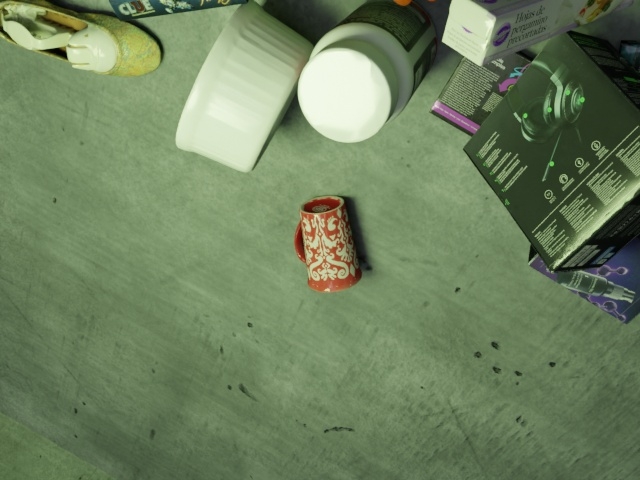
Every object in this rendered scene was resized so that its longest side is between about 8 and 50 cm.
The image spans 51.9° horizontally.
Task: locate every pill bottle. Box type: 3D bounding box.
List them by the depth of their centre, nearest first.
[{"bbox_3d":[0.075,-0.267,1.010,0.161,0.283,0.161,11,124,16],"label":"pill bottle"}]

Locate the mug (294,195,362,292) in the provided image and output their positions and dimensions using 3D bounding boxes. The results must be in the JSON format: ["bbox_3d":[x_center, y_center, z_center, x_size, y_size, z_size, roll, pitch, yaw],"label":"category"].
[{"bbox_3d":[-0.001,0.004,1.328,0.150,0.113,0.169,0,117,20],"label":"mug"}]

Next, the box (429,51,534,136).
[{"bbox_3d":[0.273,-0.254,1.097,0.116,0.029,0.162,31,129,0],"label":"box"}]

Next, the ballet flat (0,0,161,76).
[{"bbox_3d":[-0.484,-0.388,1.271,0.349,0.123,0.123,21,127,8],"label":"ballet flat"}]

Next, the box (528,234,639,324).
[{"bbox_3d":[0.491,0.018,1.132,0.207,0.108,0.153,31,127,2],"label":"box"}]

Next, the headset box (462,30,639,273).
[{"bbox_3d":[0.382,-0.137,0.983,0.246,0.131,0.283,-56,50,39],"label":"headset box"}]

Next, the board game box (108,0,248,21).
[{"bbox_3d":[-0.210,-0.440,1.091,0.243,0.165,0.042,0,140,22],"label":"board game box"}]

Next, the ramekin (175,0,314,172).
[{"bbox_3d":[-0.122,-0.250,1.118,0.135,0.277,0.277,28,128,-5],"label":"ramekin"}]

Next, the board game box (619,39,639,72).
[{"bbox_3d":[0.519,-0.214,1.022,0.126,0.026,0.186,8,123,18],"label":"board game box"}]

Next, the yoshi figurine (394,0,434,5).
[{"bbox_3d":[0.062,-0.483,0.931,0.362,0.203,0.203,13,135,-13],"label":"yoshi figurine"}]

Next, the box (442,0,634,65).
[{"bbox_3d":[0.287,-0.296,0.809,0.067,0.324,0.063,45,146,30],"label":"box"}]
